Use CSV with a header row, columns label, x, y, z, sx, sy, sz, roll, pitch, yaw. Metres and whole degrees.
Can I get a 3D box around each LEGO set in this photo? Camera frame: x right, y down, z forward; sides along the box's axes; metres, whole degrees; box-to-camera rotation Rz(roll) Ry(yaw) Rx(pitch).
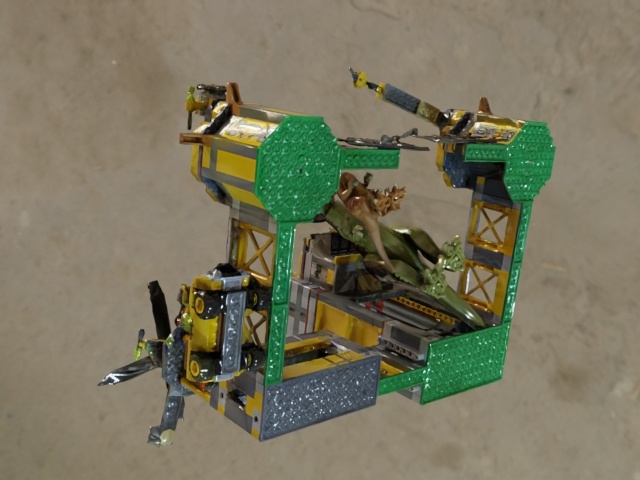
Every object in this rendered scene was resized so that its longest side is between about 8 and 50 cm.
label,x,y,z,sx,sy,sz,roll,pitch,yaw
LEGO set,0.000,0.000,0.577,0.192,0.331,0.255,20,117,46
